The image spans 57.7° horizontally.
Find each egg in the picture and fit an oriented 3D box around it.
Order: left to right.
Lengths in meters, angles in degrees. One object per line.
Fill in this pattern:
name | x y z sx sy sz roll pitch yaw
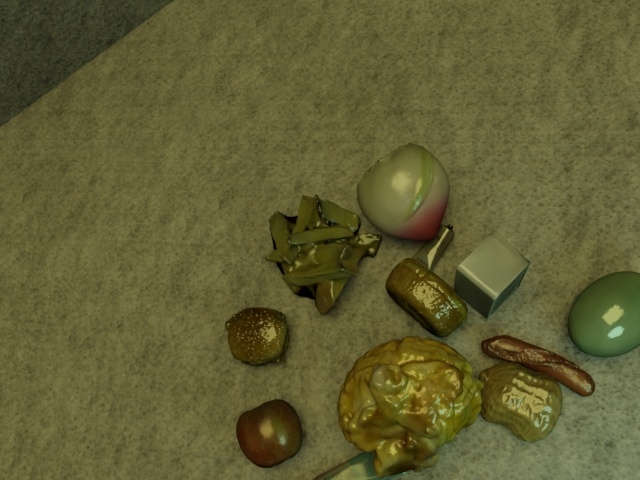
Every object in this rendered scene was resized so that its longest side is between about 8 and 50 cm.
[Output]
egg | 0.820 0.205 1.619 0.282 0.203 0.203 -39 66 -11

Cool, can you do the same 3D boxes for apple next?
apple | -0.145 0.559 1.679 0.188 0.188 0.174 -26 72 0

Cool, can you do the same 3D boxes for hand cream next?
hand cream | 0.097 0.670 1.653 0.312 0.070 0.111 -25 65 -3
hand cream | 0.366 0.025 1.872 0.087 0.054 0.186 36 85 27

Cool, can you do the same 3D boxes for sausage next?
sausage | 0.625 0.348 1.668 0.326 0.079 0.087 23 59 18

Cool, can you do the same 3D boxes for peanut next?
peanut | 0.548 0.443 1.624 0.232 0.110 0.197 23 87 20

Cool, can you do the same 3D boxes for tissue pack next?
tissue pack | 0.497 0.109 1.702 0.159 0.246 0.136 -43 68 -8

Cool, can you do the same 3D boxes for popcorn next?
popcorn | 0.232 0.421 1.575 0.353 0.344 0.390 19 39 40

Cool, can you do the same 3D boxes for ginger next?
ginger | 0.000 0.000 1.871 0.358 0.211 0.413 -35 65 -6

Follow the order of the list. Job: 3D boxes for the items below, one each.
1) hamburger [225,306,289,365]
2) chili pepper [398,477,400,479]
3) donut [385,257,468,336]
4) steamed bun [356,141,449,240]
hamburger | -0.205 0.299 1.835 0.215 0.122 0.190 3 71 15
chili pepper | 0.112 0.740 1.631 0.267 0.051 0.059 -28 35 -3
donut | 0.312 0.170 1.737 0.128 0.208 0.261 -46 62 -8
steamed bun | 0.281 -0.128 1.832 0.309 0.309 0.310 -4 67 10
